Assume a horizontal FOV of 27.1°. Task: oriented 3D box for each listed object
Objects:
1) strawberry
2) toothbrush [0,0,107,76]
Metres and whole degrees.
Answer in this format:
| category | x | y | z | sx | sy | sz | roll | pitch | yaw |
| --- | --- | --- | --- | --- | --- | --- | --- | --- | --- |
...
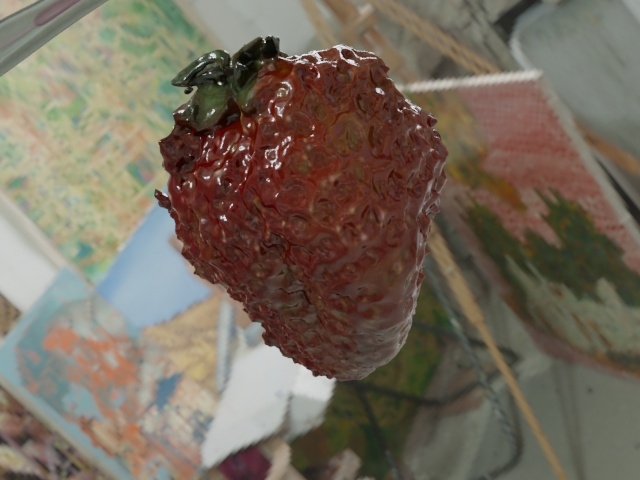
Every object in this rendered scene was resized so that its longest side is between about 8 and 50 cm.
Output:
| category | x | y | z | sx | sy | sz | roll | pitch | yaw |
| --- | --- | --- | --- | --- | --- | --- | --- | --- | --- |
| strawberry | 0.006 | -0.004 | 0.768 | 0.175 | 0.236 | 0.107 | -36 | 32 | 9 |
| toothbrush | -0.039 | -0.104 | 0.427 | 0.204 | 0.017 | 0.022 | -34 | -8 | -7 |
